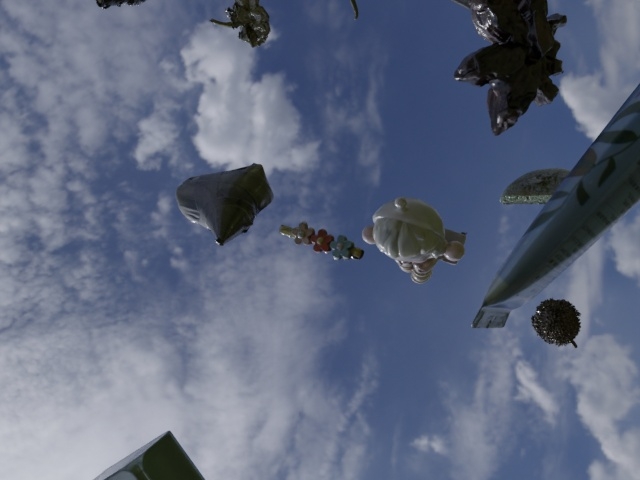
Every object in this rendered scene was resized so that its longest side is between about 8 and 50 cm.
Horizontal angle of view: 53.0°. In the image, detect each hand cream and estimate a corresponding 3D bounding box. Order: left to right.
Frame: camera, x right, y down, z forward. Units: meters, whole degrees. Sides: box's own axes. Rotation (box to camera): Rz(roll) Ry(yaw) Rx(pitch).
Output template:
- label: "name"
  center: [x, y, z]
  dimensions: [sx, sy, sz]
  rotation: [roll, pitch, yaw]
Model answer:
- label: "hand cream"
  center: [0.201, -0.042, 0.443]
  dimensions: [0.271, 0.058, 0.091]
  rotation: [-53, -25, 13]

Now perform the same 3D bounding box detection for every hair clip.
- label: "hair clip"
  center: [-0.004, -0.001, 1.451]
  dimensions: [0.056, 0.214, 0.062]
  rotation: [11, -84, -58]

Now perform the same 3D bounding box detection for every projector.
- label: "projector"
  center: [-0.266, 0.435, 0.999]
  dimensions: [0.198, 0.250, 0.108]
  rotation: [53, -148, 2]

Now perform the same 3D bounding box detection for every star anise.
- label: "star anise"
  center: [0.291, -0.292, 0.955]
  dimensions: [0.214, 0.099, 0.220]
  rotation: [-35, -72, -22]

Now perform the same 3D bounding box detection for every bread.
- label: "bread"
  center: [0.512, -0.130, 1.445]
  dimensions: [0.112, 0.193, 0.036]
  rotation: [-58, -44, -37]

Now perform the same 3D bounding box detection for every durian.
- label: "durian"
  center: [0.377, 0.132, 1.011]
  dimensions: [0.080, 0.080, 0.091]
  rotation: [-30, -102, -40]

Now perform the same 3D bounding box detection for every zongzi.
- label: "zongzi"
  center: [-0.233, -0.051, 1.315]
  dimensions: [0.112, 0.221, 0.242]
  rotation: [64, -146, -31]

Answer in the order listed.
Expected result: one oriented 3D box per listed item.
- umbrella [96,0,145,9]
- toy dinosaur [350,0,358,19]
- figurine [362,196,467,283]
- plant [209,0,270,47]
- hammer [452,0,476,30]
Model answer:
- label: "umbrella"
  center: [-0.404, -0.506, 1.335]
  dimensions: [0.040, 0.037, 0.144]
  rotation: [40, -141, 11]
- label: "toy dinosaur"
  center: [0.052, -0.706, 1.569]
  dimensions: [0.200, 0.072, 0.251]
  rotation: [20, -124, -60]
- label: "figurine"
  center: [0.183, -0.008, 1.199]
  dimensions: [0.144, 0.182, 0.257]
  rotation: [-50, -21, 4]
- label: "plant"
  center: [-0.172, -0.475, 1.389]
  dimensions: [0.122, 0.104, 0.116]
  rotation: [-23, -107, -19]
- label: "hammer"
  center: [0.374, -0.688, 1.803]
  dimensions: [0.027, 0.297, 0.125]
  rotation: [-28, -38, -16]
